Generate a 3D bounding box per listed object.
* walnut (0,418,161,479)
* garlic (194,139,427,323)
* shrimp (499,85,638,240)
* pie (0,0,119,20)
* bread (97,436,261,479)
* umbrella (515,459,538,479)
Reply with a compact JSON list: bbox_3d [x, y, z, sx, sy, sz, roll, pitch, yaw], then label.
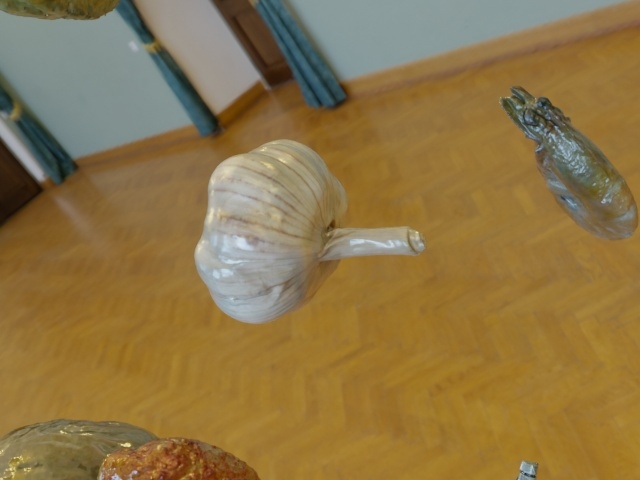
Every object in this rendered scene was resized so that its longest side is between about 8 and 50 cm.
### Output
[{"bbox_3d":[-0.307,0.349,1.029,0.283,0.227,0.283,0,55,0],"label":"walnut"},{"bbox_3d":[0.000,0.000,0.823,0.226,0.199,0.199,9,42,20],"label":"garlic"},{"bbox_3d":[0.371,-0.115,1.238,0.077,0.317,0.168,-46,17,-14],"label":"shrimp"},{"bbox_3d":[-0.240,-0.319,0.647,0.105,0.274,0.257,1,11,27],"label":"pie"},{"bbox_3d":[-0.114,0.286,0.820,0.139,0.269,0.095,-24,34,16],"label":"bread"},{"bbox_3d":[0.375,0.505,1.503,0.046,0.050,0.188,12,92,38],"label":"umbrella"}]
